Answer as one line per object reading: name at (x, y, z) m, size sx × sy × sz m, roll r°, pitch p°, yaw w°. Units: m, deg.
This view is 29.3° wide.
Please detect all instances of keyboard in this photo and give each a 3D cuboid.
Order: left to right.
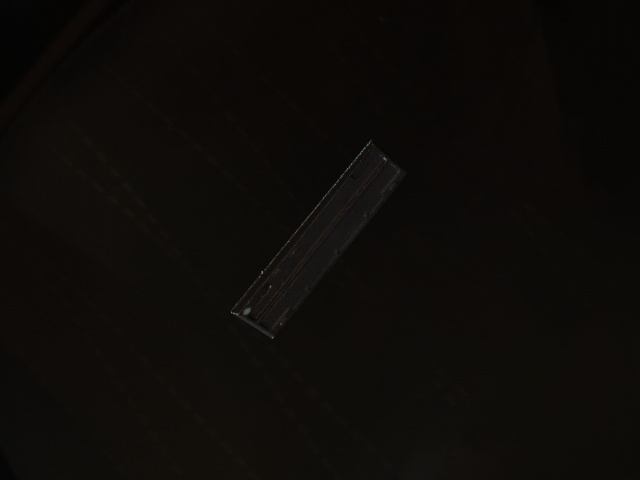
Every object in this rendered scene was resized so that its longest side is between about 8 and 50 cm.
keyboard at (0.000, 0.000, 1.096) m, size 0.198 × 0.063 × 0.010 m, roll -51°, pitch 45°, yaw 2°
